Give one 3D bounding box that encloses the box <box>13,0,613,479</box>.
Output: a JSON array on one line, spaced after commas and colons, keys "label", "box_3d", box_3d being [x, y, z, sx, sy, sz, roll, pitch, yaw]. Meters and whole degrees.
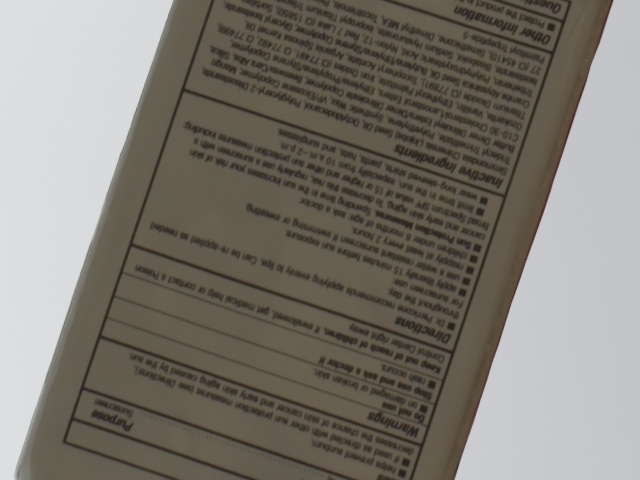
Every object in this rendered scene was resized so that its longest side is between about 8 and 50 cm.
[{"label": "box", "box_3d": [0.000, 0.000, 0.696, 0.148, 0.232, 0.127, 19, 180, 2]}]
